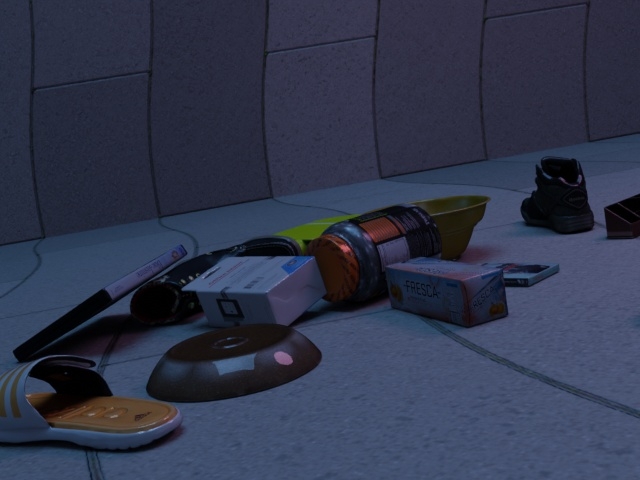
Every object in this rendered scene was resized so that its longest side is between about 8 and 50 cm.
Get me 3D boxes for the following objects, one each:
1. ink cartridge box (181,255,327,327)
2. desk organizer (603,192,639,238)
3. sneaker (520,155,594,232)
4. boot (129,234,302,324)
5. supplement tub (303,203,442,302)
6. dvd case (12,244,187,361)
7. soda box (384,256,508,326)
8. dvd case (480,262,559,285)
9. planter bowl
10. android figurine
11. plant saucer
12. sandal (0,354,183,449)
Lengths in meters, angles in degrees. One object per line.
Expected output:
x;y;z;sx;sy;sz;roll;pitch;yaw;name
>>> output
-0.093;0.070;1.205;0.180;0.060;0.104;-1;26;44;ink cartridge box
0.504;-0.041;1.400;0.130;0.050;0.047;-17;11;-43;desk organizer
0.417;-0.089;1.568;0.087;0.130;0.227;-8;6;-3;sneaker
-0.156;0.063;1.328;0.236;0.085;0.178;-13;8;20;boot
0.074;0.020;1.244;0.190;0.117;0.117;-17;11;-42;supplement tub
-0.313;0.086;1.279;0.180;0.022;0.253;-33;3;20;dvd case
0.151;0.060;1.083;0.062;0.058;0.183;-13;10;-24;soda box
0.257;0.046;1.214;0.119;0.013;0.087;-3;10;44;dvd case
0.174;-0.011;1.432;0.217;0.091;0.217;-9;7;1;planter bowl
0.000;0.000;1.677;0.272;0.056;0.248;-17;11;-40;android figurine
-0.098;0.128;0.977;0.198;0.036;0.198;-8;8;1;plant saucer
-0.244;0.148;0.858;0.265;0.076;0.102;-5;9;31;sandal
